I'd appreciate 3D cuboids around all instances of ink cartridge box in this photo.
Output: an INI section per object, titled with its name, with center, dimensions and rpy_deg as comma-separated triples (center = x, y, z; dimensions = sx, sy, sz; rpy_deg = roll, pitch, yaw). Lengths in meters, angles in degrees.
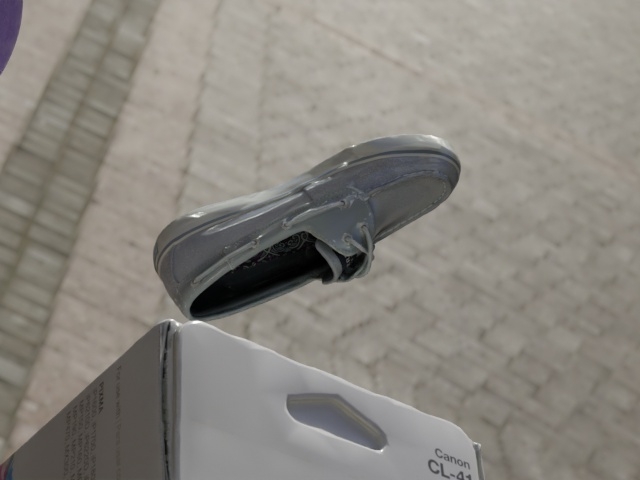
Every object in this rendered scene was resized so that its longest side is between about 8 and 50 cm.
[ink cartridge box]
center = -0.083, 0.200, 1.023
dimensions = 0.226, 0.306, 0.131
rpy_deg = 23, 45, -30

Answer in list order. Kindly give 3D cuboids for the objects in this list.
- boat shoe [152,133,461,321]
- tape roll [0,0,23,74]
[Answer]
[boat shoe]
center = -0.001, 0.000, 1.244
dimensions = 0.079, 0.228, 0.081
rpy_deg = 76, -9, -50
[tape roll]
center = -0.280, -0.151, 1.071
dimensions = 0.189, 0.189, 0.080
rpy_deg = 16, 22, -36
